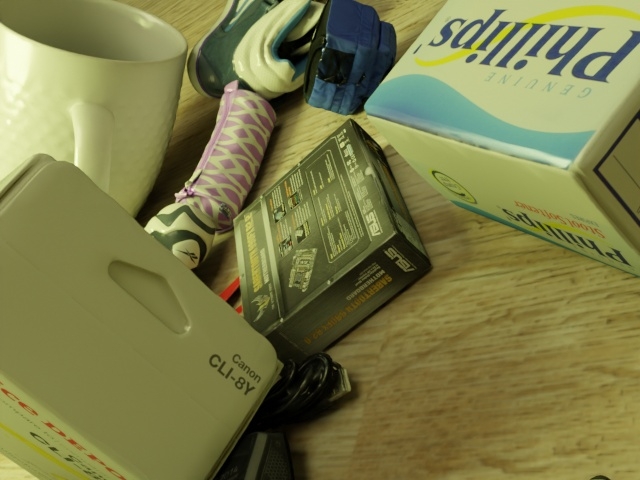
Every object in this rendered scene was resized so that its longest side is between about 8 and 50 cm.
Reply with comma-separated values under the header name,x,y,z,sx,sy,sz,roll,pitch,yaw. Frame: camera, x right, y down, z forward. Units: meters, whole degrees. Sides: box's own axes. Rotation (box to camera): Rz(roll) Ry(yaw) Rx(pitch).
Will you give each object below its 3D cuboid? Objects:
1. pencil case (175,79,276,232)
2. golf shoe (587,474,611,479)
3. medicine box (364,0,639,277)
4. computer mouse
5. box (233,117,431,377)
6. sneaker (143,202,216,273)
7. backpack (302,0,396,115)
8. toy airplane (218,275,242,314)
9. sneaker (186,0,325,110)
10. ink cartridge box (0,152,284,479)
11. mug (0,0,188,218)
name,x,y,z,sx,sy,sz,roll,pitch,yaw
pencil case,-0.124,-0.106,1.107,0.086,0.088,0.206,-19,41,39
golf shoe,0.102,0.198,0.506,0.186,0.067,0.086,-34,2,33
medicine box,0.222,-0.144,0.635,0.289,0.149,0.263,-51,30,-5
computer mouse,-0.061,0.224,0.681,0.188,0.072,0.272,-33,22,30
box,0.000,0.000,0.856,0.183,0.056,0.231,-40,31,16
sneaker,-0.233,0.063,1.054,0.235,0.094,0.153,-22,37,32
backpack,0.032,-0.207,1.010,0.120,0.101,0.098,114,173,-47
toy airplane,-0.122,0.090,0.941,0.151,0.028,0.151,-33,33,25
sneaker,-0.035,-0.329,1.222,0.236,0.130,0.322,6,57,45
ink cartridge box,-0.262,0.103,0.806,0.385,0.279,0.160,-17,34,54
mug,-0.345,-0.138,1.216,0.374,0.276,0.328,-120,40,-52
